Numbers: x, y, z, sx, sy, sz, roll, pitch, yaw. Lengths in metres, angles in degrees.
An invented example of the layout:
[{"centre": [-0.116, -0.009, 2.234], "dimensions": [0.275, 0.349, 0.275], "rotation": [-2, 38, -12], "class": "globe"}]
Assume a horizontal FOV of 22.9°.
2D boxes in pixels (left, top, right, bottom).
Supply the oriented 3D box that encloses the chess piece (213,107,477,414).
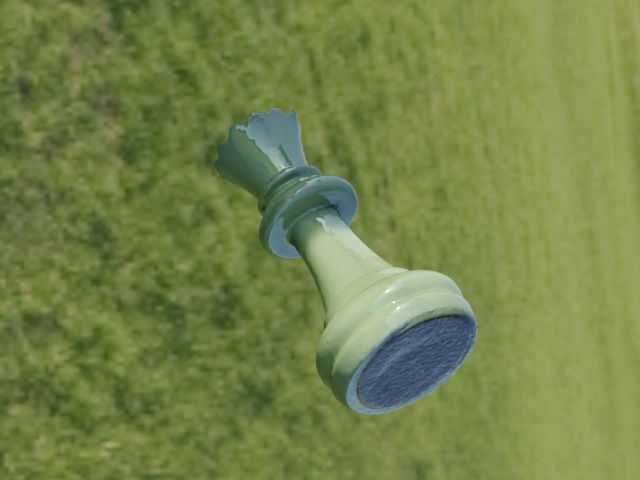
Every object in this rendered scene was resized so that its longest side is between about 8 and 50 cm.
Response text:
[{"centre": [0.000, 0.000, 0.418], "dimensions": [0.093, 0.042, 0.042], "rotation": [53, -2, 33], "class": "chess piece"}]
